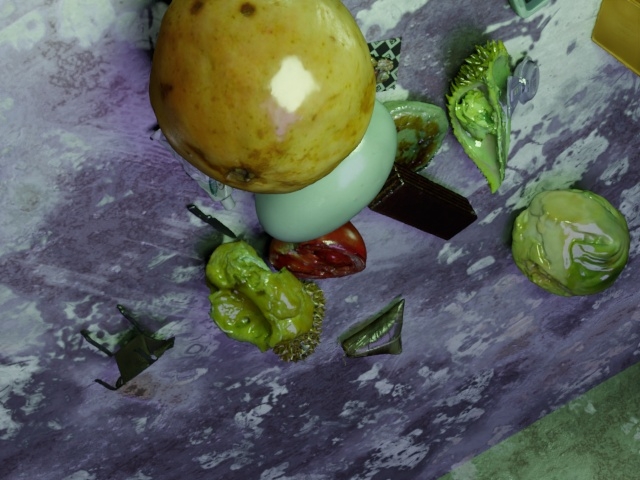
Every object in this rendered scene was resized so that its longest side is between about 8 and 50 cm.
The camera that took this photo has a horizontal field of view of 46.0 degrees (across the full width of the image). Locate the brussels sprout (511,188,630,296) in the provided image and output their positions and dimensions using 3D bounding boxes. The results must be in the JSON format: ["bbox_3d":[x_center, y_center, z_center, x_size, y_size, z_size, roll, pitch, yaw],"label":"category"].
[{"bbox_3d":[0.695,0.012,2.076,0.343,0.268,0.344,-11,135,-11],"label":"brussels sprout"}]

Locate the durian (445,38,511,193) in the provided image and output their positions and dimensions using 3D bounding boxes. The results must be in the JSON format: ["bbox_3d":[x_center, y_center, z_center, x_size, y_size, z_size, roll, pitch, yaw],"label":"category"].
[{"bbox_3d":[0.371,-0.285,1.636,0.157,0.170,0.356,-25,138,-2],"label":"durian"}]

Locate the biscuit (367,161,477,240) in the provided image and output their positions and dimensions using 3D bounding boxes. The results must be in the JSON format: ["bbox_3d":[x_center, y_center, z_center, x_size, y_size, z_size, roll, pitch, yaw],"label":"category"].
[{"bbox_3d":[0.239,-0.087,1.796,0.107,0.073,0.388,-38,148,25],"label":"biscuit"}]

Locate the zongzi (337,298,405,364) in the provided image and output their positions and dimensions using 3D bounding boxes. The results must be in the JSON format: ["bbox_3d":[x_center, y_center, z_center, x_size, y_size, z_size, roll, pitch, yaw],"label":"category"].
[{"bbox_3d":[0.149,0.252,2.149,0.187,0.084,0.184,-6,121,-20],"label":"zongzi"}]

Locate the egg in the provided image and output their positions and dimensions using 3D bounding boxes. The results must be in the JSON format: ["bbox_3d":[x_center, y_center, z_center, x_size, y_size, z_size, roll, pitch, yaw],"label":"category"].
[{"bbox_3d":[0.002,-0.138,1.516,0.229,0.230,0.371,13,132,-40],"label":"egg"}]

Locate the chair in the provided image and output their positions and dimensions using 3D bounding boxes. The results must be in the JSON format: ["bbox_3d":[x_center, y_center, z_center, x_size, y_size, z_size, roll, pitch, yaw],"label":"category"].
[{"bbox_3d":[-0.433,0.266,1.748,0.174,0.149,0.213,-37,145,6],"label":"chair"}]

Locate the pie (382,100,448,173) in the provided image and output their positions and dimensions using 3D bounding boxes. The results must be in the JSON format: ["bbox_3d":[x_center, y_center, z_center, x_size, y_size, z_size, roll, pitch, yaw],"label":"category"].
[{"bbox_3d":[0.179,-0.222,1.677,0.240,0.054,0.241,-17,141,-14],"label":"pie"}]

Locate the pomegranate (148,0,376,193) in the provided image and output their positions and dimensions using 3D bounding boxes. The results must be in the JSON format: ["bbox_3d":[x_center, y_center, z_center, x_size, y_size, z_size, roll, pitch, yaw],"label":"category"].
[{"bbox_3d":[-0.084,-0.282,1.239,0.409,0.410,0.410,-17,139,-16],"label":"pomegranate"}]

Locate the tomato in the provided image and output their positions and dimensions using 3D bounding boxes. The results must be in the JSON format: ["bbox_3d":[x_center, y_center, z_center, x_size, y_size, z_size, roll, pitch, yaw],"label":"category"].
[{"bbox_3d":[0.000,0.000,1.735,0.233,0.140,0.200,-12,151,39],"label":"tomato"}]

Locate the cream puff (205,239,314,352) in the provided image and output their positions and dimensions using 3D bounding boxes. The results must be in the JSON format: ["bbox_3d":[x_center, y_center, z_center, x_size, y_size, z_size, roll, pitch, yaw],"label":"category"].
[{"bbox_3d":[-0.153,0.136,1.684,0.185,0.281,0.282,-48,144,-15],"label":"cream puff"}]

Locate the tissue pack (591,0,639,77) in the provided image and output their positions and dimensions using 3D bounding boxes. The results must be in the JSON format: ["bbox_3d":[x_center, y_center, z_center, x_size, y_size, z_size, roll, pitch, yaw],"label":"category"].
[{"bbox_3d":[0.776,-0.489,1.660,0.274,0.194,0.145,-17,135,-16],"label":"tissue pack"}]

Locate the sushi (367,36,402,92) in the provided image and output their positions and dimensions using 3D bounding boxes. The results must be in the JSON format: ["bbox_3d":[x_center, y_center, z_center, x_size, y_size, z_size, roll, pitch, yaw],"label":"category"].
[{"bbox_3d":[0.113,-0.341,1.529,0.120,0.026,0.126,-16,139,-19],"label":"sushi"}]

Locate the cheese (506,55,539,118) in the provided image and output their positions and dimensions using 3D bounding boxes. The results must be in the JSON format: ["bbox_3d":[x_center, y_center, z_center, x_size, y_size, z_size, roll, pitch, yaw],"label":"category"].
[{"bbox_3d":[0.443,-0.343,1.657,0.191,0.042,0.105,-42,132,-49],"label":"cheese"}]

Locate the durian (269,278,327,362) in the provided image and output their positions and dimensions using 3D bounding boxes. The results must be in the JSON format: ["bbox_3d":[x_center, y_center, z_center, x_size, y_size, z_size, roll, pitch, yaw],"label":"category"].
[{"bbox_3d":[-0.058,0.213,1.935,0.183,0.138,0.250,-16,134,-4],"label":"durian"}]

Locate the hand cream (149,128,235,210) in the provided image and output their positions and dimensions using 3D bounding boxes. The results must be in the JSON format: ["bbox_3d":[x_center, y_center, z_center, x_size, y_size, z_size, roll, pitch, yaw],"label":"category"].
[{"bbox_3d":[-0.238,-0.151,1.498,0.084,0.050,0.257,-34,134,2],"label":"hand cream"}]

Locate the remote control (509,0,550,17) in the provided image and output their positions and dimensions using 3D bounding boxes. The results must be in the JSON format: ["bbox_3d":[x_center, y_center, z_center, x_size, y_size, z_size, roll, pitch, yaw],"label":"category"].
[{"bbox_3d":[0.398,-0.567,1.445,0.140,0.056,0.296,-37,141,6],"label":"remote control"}]

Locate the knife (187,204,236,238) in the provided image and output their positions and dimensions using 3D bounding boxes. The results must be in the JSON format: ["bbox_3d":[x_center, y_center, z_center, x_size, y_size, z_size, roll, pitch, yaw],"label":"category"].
[{"bbox_3d":[-0.233,-0.039,1.649,0.023,0.010,0.170,-34,143,14],"label":"knife"}]
